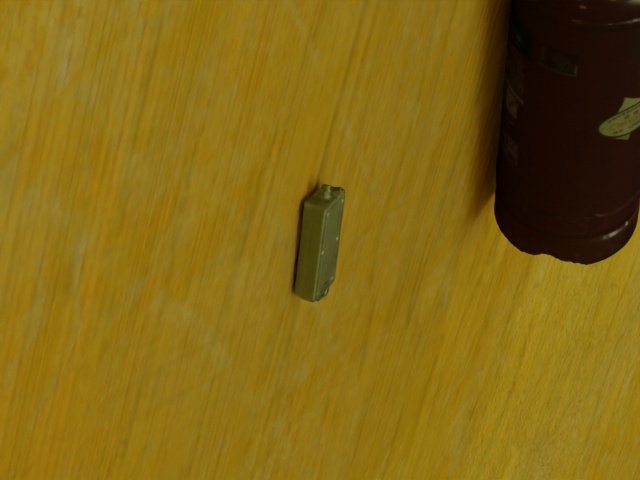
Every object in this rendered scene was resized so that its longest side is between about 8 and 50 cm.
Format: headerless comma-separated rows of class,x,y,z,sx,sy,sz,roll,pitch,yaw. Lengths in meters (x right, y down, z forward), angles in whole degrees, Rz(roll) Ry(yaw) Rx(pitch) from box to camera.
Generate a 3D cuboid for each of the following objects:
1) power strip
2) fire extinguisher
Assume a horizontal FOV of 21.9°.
power strip,0.000,0.000,0.972,0.027,0.017,0.083,-47,152,-46
fire extinguisher,0.186,-0.127,1.165,0.337,0.114,0.135,89,15,-46
